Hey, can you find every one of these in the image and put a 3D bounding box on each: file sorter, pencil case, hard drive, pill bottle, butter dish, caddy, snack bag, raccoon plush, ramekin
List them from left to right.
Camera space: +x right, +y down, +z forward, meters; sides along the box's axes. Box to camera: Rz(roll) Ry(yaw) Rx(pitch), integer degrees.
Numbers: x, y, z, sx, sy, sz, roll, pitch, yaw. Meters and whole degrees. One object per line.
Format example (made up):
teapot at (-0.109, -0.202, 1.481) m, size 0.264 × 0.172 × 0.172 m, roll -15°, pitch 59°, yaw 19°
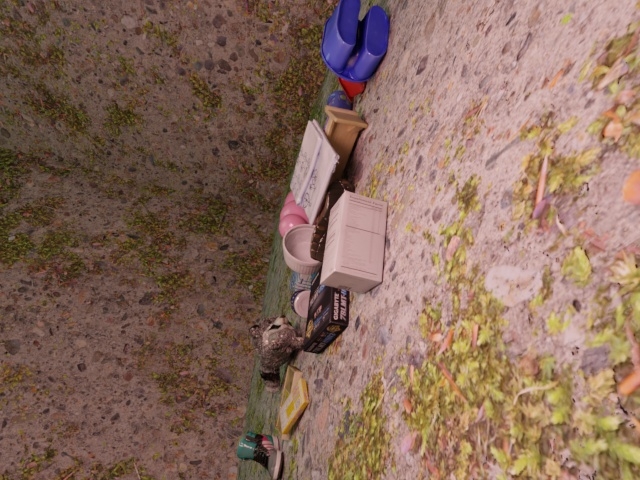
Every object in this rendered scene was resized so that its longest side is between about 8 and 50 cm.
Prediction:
raccoon plush at (-0.169, 0.544, 1.873) m, size 0.299 × 0.216 × 0.446 m, roll 23°, pitch 129°, yaw 64°
hard drive at (-0.090, 0.107, 2.134) m, size 0.307 × 0.040 × 0.203 m, roll -93°, pitch 20°, yaw -51°
pill bottle at (-0.068, 0.259, 1.692) m, size 0.187 × 0.112 × 0.112 m, roll 160°, pitch 123°, yaw -76°
ramekin at (-0.056, 0.044, 1.676) m, size 0.109 × 0.207 × 0.207 m, roll 103°, pitch 172°, yaw -48°
file sorter at (-0.059, 0.157, 1.779) m, size 0.170 × 0.105 × 0.118 m, roll 127°, pitch 153°, yaw -61°
snack bag at (-0.037, -0.266, 1.605) m, size 0.342 × 0.037 × 0.323 m, roll -113°, pitch 37°, yaw -48°
pencil case at (0.078, -0.543, 1.878) m, size 0.133 × 0.119 × 0.306 m, roll 128°, pitch 153°, yaw -57°
caddy at (0.132, -0.792, 1.622) m, size 0.179 × 0.241 × 0.341 m, roll 137°, pitch 145°, yaw -61°
butter dish at (0.154, -0.703, 1.741) m, size 0.160 × 0.118 × 0.159 m, roll 43°, pitch -128°, yaw -54°

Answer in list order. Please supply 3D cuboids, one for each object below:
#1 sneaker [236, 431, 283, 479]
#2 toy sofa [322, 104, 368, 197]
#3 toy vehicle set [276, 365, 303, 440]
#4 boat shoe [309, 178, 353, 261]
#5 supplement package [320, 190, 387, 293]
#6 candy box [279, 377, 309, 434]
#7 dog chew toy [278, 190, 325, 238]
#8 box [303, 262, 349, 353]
sneaker at (-0.260, 0.897, 1.715) m, size 0.295 × 0.178 × 0.123 m, roll 162°, pitch 120°, yaw -76°
toy sofa at (0.039, -0.365, 1.684) m, size 0.177 × 0.150 × 0.362 m, roll 60°, pitch 139°, yaw 45°
toy vehicle set at (-0.133, 0.674, 1.715) m, size 0.166 × 0.035 × 0.266 m, roll 153°, pitch 129°, yaw -74°
boat shoe at (0.045, -0.073, 1.564) m, size 0.120 × 0.123 × 0.324 m, roll 154°, pitch 136°, yaw -81°
supplement package at (0.096, 0.007, 1.153) m, size 0.134 × 0.139 × 0.244 m, roll 130°, pitch 153°, yaw -62°
candy box at (-0.103, 0.635, 1.557) m, size 0.206 × 0.027 × 0.105 m, roll -61°, pitch 23°, yaw 27°
dog chew toy at (-0.093, -0.110, 1.866) m, size 0.332 × 0.207 × 0.206 m, roll -65°, pitch -2°, yaw -53°
box at (0.022, 0.212, 1.437) m, size 0.295 × 0.073 × 0.293 m, roll 121°, pitch 158°, yaw -53°
